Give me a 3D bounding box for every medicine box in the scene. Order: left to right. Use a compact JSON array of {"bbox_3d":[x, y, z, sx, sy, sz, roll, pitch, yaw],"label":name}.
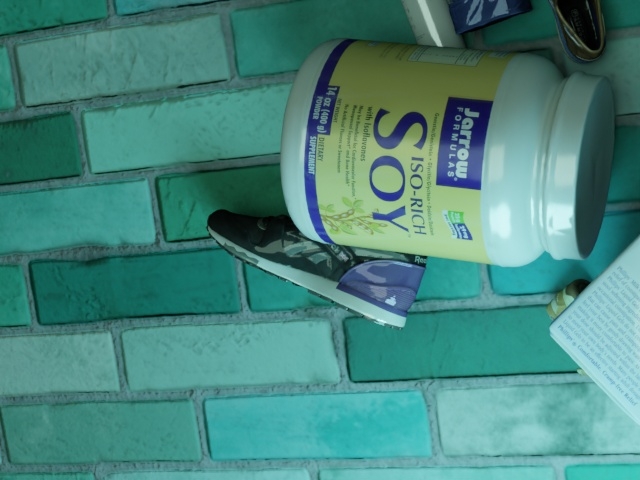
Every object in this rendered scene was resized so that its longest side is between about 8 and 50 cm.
[{"bbox_3d":[0.417,0.024,1.665,0.149,0.263,0.289,46,114,10],"label":"medicine box"}]

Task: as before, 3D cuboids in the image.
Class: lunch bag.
[{"bbox_3d":[0.194,-0.283,1.821,0.098,0.067,0.065,-18,93,23],"label":"lunch bag"}]

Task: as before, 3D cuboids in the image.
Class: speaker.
[{"bbox_3d":[0.124,-0.277,1.862,0.055,0.055,0.136,-21,90,26],"label":"speaker"}]

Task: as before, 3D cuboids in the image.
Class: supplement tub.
[{"bbox_3d":[0.146,-0.098,1.777,0.331,0.241,0.241,7,102,21],"label":"supplement tub"}]

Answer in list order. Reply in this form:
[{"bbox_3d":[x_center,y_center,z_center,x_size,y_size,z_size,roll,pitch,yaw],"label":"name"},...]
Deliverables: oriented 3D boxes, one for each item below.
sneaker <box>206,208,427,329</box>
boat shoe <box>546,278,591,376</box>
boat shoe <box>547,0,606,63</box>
[{"bbox_3d":[0.000,0.000,1.961,0.283,0.107,0.124,24,94,15],"label":"sneaker"},{"bbox_3d":[0.332,0.138,1.844,0.072,0.068,0.190,-43,71,37],"label":"boat shoe"},{"bbox_3d":[0.280,-0.289,1.772,0.066,0.066,0.183,-26,95,-4],"label":"boat shoe"}]
